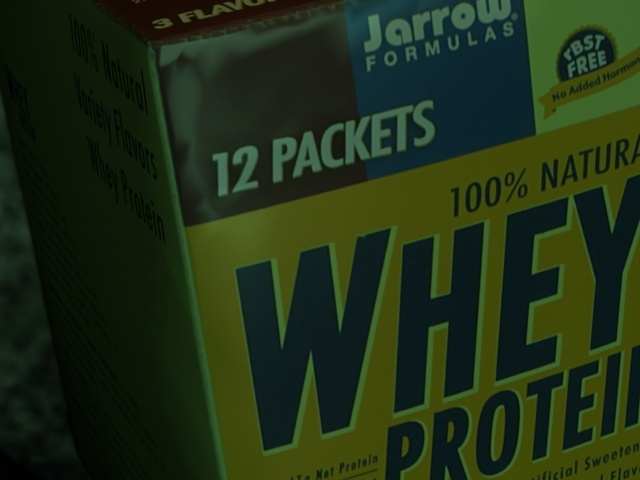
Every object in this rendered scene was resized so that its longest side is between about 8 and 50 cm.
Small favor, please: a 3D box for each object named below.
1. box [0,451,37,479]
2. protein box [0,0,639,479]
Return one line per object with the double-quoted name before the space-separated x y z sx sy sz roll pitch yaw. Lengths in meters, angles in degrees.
"box" -0.214 0.235 0.511 0.395 0.212 0.293 -47 119 -2
"protein box" 0.000 0.000 0.519 0.136 0.200 0.201 -16 114 -18
